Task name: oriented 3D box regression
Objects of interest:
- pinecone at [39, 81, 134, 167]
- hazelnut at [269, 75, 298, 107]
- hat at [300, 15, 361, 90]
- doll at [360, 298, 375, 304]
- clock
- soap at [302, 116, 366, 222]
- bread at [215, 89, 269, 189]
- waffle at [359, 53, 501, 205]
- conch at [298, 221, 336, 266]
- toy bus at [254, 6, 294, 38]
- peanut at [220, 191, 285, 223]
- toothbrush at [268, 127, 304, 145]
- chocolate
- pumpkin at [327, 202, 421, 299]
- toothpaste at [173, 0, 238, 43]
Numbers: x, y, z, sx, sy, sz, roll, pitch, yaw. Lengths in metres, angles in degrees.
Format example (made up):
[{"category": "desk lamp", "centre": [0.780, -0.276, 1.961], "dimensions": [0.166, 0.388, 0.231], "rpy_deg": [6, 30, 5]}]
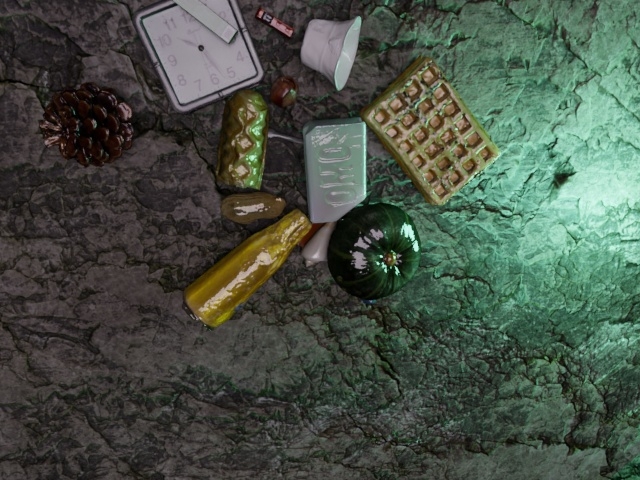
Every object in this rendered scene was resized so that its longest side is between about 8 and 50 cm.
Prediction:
[{"category": "pinecone", "centre": [-0.603, -0.288, 1.181], "dimensions": [0.221, 0.221, 0.222], "rpy_deg": [-2, 109, -7]}, {"category": "hazelnut", "centre": [-0.102, -0.415, 1.276], "dimensions": [0.086, 0.086, 0.087], "rpy_deg": [-2, 109, -7]}, {"category": "hat", "centre": [0.022, -0.513, 1.221], "dimensions": [0.126, 0.203, 0.203], "rpy_deg": [20, 106, 9]}, {"category": "doll", "centre": [0.158, 0.171, 1.519], "dimensions": [0.076, 0.050, 0.083], "rpy_deg": [-30, 108, -2]}, {"category": "clock", "centre": [-0.317, -0.511, 1.225], "dimensions": [0.273, 0.049, 0.279], "rpy_deg": [-22, 110, -1]}, {"category": "soap", "centre": [0.043, -0.203, 1.330], "dimensions": [0.172, 0.095, 0.290], "rpy_deg": [-5, 117, -4]}, {"category": "bread", "centre": [-0.213, -0.277, 1.263], "dimensions": [0.129, 0.152, 0.268], "rpy_deg": [2, 106, -30]}, {"category": "waffle", "centre": [0.317, -0.312, 1.348], "dimensions": [0.261, 0.114, 0.376], "rpy_deg": [-41, 109, 9]}, {"category": "conch", "centre": [-0.009, -0.002, 1.415], "dimensions": [0.094, 0.104, 0.176], "rpy_deg": [7, 106, -38]}, {"category": "toy bus", "centre": [-0.123, -0.583, 1.230], "dimensions": [0.110, 0.043, 0.031], "rpy_deg": [26, 103, -15]}, {"category": "peanut", "centre": [-0.200, -0.096, 1.361], "dimensions": [0.193, 0.083, 0.094], "rpy_deg": [-1, 109, -8]}, {"category": "toothbrush", "centre": [-0.031, -0.286, 1.351], "dimensions": [0.297, 0.030, 0.030], "rpy_deg": [11, 99, -12]}, {"category": "chocolate", "centre": [-0.208, 0.075, 1.376], "dimensions": [0.445, 0.162, 0.162], "rpy_deg": [-40, 109, 5]}, {"category": "pumpkin", "centre": [0.157, 0.032, 1.382], "dimensions": [0.300, 0.207, 0.301], "rpy_deg": [-11, 113, -28]}, {"category": "toothpaste", "centre": [-0.294, -0.573, 1.162], "dimensions": [0.178, 0.037, 0.043], "rpy_deg": [34, 104, -17]}]
